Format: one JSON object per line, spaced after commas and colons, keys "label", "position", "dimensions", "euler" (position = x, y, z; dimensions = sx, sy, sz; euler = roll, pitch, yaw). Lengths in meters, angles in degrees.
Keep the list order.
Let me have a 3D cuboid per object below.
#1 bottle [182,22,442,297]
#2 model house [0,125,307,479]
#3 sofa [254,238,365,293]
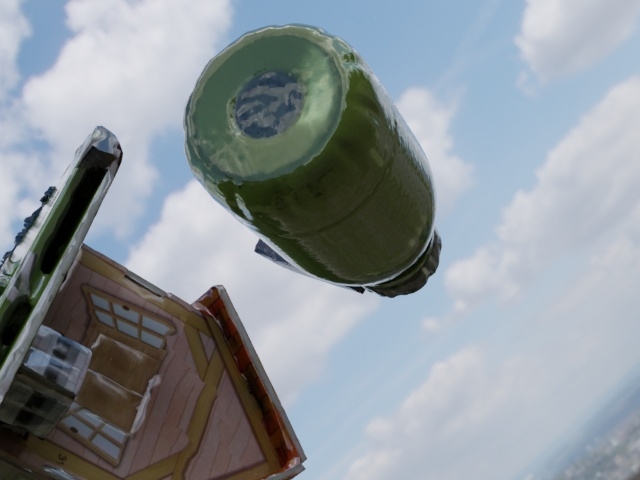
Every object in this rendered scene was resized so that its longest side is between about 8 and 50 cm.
{"label": "bottle", "position": [0.014, -0.030, 0.699], "dimensions": [0.112, 0.112, 0.260], "euler": [-43, -27, 1]}
{"label": "model house", "position": [-0.122, 0.125, 0.497], "dimensions": [0.294, 0.154, 0.207], "euler": [-44, 22, 42]}
{"label": "sofa", "position": [0.000, 0.000, 0.904], "dimensions": [0.039, 0.118, 0.060], "euler": [26, -96, -35]}
